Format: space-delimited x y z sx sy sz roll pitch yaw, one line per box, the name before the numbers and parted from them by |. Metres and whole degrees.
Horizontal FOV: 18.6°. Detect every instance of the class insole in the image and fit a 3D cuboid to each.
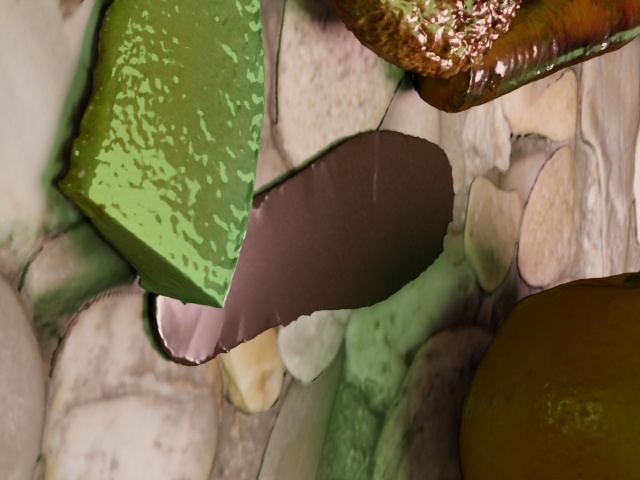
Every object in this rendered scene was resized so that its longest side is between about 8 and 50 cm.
insole | 0.000 0.000 1.166 0.328 0.007 0.111 -23 115 -54

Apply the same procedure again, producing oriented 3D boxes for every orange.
orange | 0.227 0.131 1.310 0.279 0.279 0.235 11 74 -58

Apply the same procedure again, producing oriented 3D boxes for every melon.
melon | -0.081 -0.100 0.998 0.114 0.053 0.262 7 87 -40

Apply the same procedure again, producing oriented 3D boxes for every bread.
bread | 0.063 -0.191 1.148 0.193 0.064 0.193 4 85 -50

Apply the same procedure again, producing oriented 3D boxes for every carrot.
carrot | 0.144 -0.138 1.310 0.260 0.070 0.070 -28 120 -50
